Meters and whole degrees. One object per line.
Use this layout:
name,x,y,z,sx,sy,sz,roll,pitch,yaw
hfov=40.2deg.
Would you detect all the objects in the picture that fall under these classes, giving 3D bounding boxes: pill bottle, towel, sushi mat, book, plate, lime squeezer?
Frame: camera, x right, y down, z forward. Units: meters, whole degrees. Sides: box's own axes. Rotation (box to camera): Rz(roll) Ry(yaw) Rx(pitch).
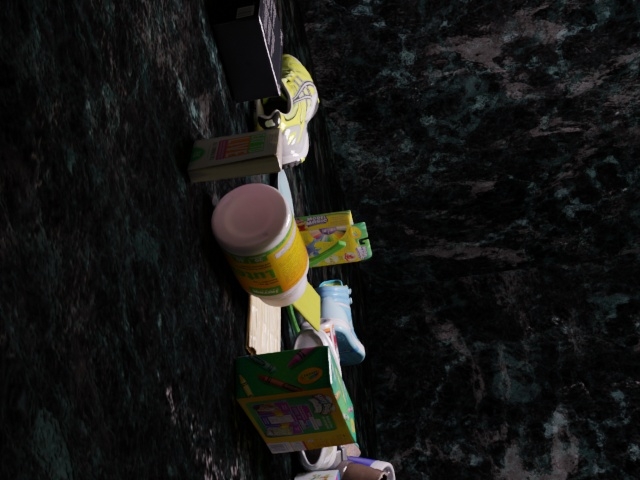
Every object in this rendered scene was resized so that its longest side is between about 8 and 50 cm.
pill bottle,-0.096,0.020,1.543,0.245,0.136,0.136,71,13,-58
pill bottle,0.002,0.282,2.251,0.086,0.086,0.152,-61,143,-79
towel,-0.064,0.102,1.918,0.237,0.021,0.102,50,30,-41
sushi mat,-0.107,0.115,1.721,0.151,0.019,0.316,63,20,-49
book,-0.133,-0.137,1.391,0.096,0.144,0.035,-90,169,-53
plate,-0.093,-0.087,2.174,0.188,0.024,0.188,-9,90,-82
lime squeezer,-0.049,0.105,2.034,0.310,0.110,0.059,-67,-148,35

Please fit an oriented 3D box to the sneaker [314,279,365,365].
sneaker,0.057,0.238,2.601,0.319,0.127,0.208,72,13,-59

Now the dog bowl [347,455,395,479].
dog bowl,0.094,0.664,2.125,0.265,0.104,0.265,7,90,-69

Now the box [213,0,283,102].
box,-0.146,-0.439,1.837,0.261,0.103,0.184,-91,167,-50

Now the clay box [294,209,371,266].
clay box,0.000,0.000,2.004,0.127,0.222,0.053,75,9,-46

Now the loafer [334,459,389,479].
loafer,0.132,0.653,1.909,0.134,0.130,0.366,-43,117,-53

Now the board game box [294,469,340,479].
board game box,-0.009,0.614,1.723,0.303,0.097,0.224,-51,133,-81

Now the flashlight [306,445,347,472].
flashlight,0.019,0.621,1.969,0.103,0.103,0.304,17,69,-73

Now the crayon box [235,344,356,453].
crayon box,-0.039,0.291,1.566,0.278,0.165,0.081,72,12,-55

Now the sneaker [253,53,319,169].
sneaker,-0.084,-0.338,2.064,0.384,0.145,0.147,-94,172,-45

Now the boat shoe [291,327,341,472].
boat shoe,-0.015,0.345,1.928,0.103,0.118,0.320,75,15,-72

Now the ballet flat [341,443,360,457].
ballet flat,0.024,0.523,2.178,0.316,0.108,0.106,62,40,-56
